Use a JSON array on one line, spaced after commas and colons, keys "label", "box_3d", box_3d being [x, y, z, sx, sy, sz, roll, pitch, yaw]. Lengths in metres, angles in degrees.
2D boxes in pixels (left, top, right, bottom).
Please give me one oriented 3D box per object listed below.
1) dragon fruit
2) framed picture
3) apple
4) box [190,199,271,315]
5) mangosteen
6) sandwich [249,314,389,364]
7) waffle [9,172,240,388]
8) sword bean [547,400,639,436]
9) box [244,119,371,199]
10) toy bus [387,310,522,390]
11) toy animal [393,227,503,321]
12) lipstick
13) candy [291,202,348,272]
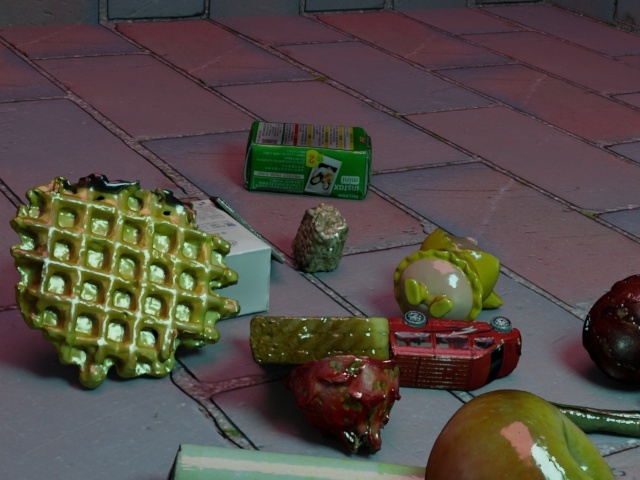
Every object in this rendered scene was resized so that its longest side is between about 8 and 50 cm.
[{"label": "dragon fruit", "box_3d": [0.029, 0.213, 1.531, 0.153, 0.153, 0.110, 2, 63, -8]}, {"label": "framed picture", "box_3d": [-0.120, -0.018, 1.987, 0.149, 0.011, 0.109, 45, -7, -11]}, {"label": "apple", "box_3d": [0.215, 0.275, 1.286, 0.210, 0.173, 0.235, 32, 21, -47]}, {"label": "box", "box_3d": [-0.240, 0.040, 1.845, 0.274, 0.116, 0.203, -11, 28, -32]}, {"label": "mangosteen", "box_3d": [0.465, 0.139, 1.728, 0.166, 0.166, 0.180, -16, 57, -42]}, {"label": "sandwich", "box_3d": [-0.004, 0.131, 1.630, 0.186, 0.065, 0.214, 0, -4, 1]}, {"label": "waffle", "box_3d": [-0.263, 0.039, 1.667, 0.312, 0.307, 0.060, -22, -4, -33]}, {"label": "sword bean", "box_3d": [0.423, 0.239, 1.620, 0.269, 0.038, 0.043, 5, 47, -2]}, {"label": "box", "box_3d": [-0.025, -0.160, 2.400, 0.250, 0.103, 0.180, 4, 22, 0]}, {"label": "toy bus", "box_3d": [0.186, 0.158, 1.709, 0.195, 0.081, 0.089, 4, 32, -4]}, {"label": "toy animal", "box_3d": [0.193, 0.067, 1.870, 0.156, 0.156, 0.230, 15, 14, 21]}, {"label": "lipstick", "box_3d": [-0.019, 0.276, 1.379, 0.304, 0.076, 0.076, 4, 22, 0]}, {"label": "candy", "box_3d": [0.000, 0.000, 2.022, 0.085, 0.110, 0.095, -6, 41, -27]}]
